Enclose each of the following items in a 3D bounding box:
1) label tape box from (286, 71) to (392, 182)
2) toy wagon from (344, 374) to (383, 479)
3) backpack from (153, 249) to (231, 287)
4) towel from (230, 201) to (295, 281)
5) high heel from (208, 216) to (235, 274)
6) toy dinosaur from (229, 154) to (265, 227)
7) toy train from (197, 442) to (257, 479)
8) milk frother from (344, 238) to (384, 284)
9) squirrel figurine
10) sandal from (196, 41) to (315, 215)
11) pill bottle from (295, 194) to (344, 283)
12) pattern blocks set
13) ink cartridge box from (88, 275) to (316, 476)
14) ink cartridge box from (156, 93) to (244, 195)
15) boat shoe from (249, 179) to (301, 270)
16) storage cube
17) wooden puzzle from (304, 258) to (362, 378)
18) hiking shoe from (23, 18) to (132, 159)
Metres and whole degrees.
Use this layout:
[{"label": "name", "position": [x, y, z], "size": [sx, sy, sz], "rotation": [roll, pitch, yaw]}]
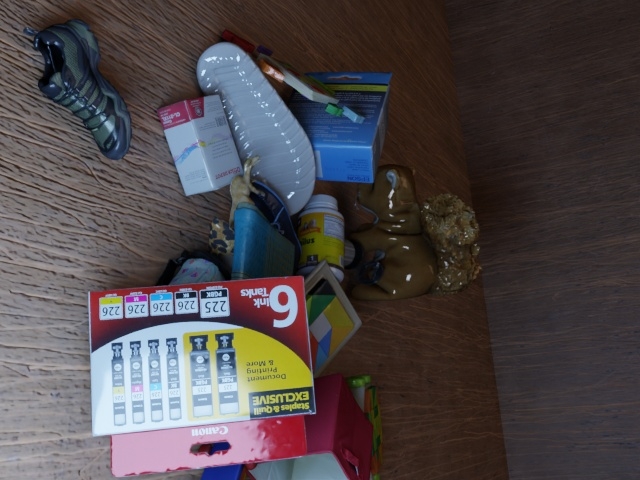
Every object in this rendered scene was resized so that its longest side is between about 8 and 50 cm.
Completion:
[{"label": "label tape box", "position": [0.037, -0.292, 1.698], "size": [0.347, 0.249, 0.115], "rotation": [-72, 160, -47]}, {"label": "toy wagon", "position": [0.101, 0.469, 1.661], "size": [0.344, 0.068, 0.267], "rotation": [38, 46, -77]}, {"label": "backpack", "position": [-0.220, 0.116, 1.181], "size": [0.182, 0.115, 0.151], "rotation": [-57, 133, -52]}, {"label": "towel", "position": [-0.116, 0.144, 1.265], "size": [0.271, 0.040, 0.369], "rotation": [51, 41, -65]}, {"label": "high heel", "position": [-0.170, 0.100, 1.305], "size": [0.186, 0.093, 0.261], "rotation": [-77, 154, -52]}, {"label": "toy dinosaur", "position": [-0.156, -0.081, 1.352], "size": [0.092, 0.053, 0.183], "rotation": [54, 43, -49]}, {"label": "toy train", "position": [-0.155, 0.419, 1.226], "size": [0.248, 0.105, 0.143], "rotation": [-74, 160, -56]}, {"label": "milk frother", "position": [0.079, 0.052, 1.781], "size": [0.135, 0.143, 0.129], "rotation": [12, 76, -65]}, {"label": "squirrel figurine", "position": [0.265, -0.033, 1.907], "size": [0.281, 0.397, 0.370], "rotation": [-10, 98, -60]}, {"label": "sandal", "position": [-0.131, -0.247, 1.509], "size": [0.416, 0.169, 0.102], "rotation": [66, -4, -26]}, {"label": "pill bottle", "position": [0.000, 0.000, 1.672], "size": [0.117, 0.117, 0.214], "rotation": [39, 46, -53]}, {"label": "pattern blocks set", "position": [-0.055, -0.367, 1.561], "size": [0.325, 0.026, 0.285], "rotation": [43, 20, 29]}, {"label": "ink cartridge box", "position": [-0.170, 0.203, 1.011], "size": [0.130, 0.310, 0.271], "rotation": [122, -37, -76]}, {"label": "ink cartridge box", "position": [-0.231, -0.187, 1.332], "size": [0.127, 0.072, 0.175], "rotation": [-37, 112, -63]}, {"label": "boat shoe", "position": [-0.106, -0.018, 1.481], "size": [0.258, 0.109, 0.089], "rotation": [56, 37, -35]}, {"label": "storage cube", "position": [-0.018, 0.410, 1.368], "size": [0.183, 0.215, 0.193], "rotation": [61, 24, -31]}, {"label": "wooden puzzle", "position": [-0.007, 0.195, 1.557], "size": [0.221, 0.044, 0.238], "rotation": [-47, 128, -26]}, {"label": "hiking shoe", "position": [-0.380, -0.224, 1.059], "size": [0.114, 0.086, 0.226], "rotation": [-33, 104, -48]}]
